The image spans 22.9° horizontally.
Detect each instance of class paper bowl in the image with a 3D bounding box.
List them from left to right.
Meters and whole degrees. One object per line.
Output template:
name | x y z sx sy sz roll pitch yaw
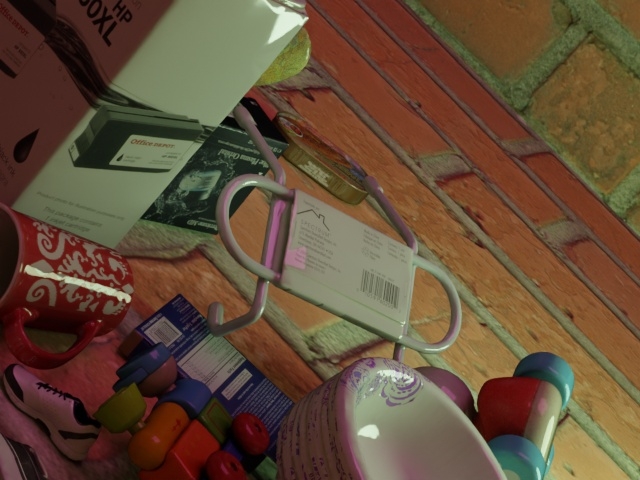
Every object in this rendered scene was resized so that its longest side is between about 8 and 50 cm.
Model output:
paper bowl | 0.065 0.267 1.539 0.284 0.148 0.284 40 29 -28

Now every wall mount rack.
wall mount rack | 0.000 0.000 1.778 0.350 0.130 0.304 28 56 -32

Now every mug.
mug | -0.269 0.052 1.505 0.169 0.113 0.150 20 71 -54

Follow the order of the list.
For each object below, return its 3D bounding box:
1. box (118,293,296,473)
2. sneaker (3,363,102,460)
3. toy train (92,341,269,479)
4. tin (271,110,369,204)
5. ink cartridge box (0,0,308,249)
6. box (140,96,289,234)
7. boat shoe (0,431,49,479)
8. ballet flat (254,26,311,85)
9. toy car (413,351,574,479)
box | -0.099 0.160 1.657 0.225 0.036 0.136 42 21 2
sneaker | -0.240 0.147 1.423 0.109 0.044 0.040 43 22 6
toy train | -0.147 0.188 1.388 0.143 0.105 0.248 52 20 -5
tin | -0.002 -0.124 2.396 0.189 0.040 0.106 37 17 -13
ink cartridge box | -0.239 -0.194 1.594 0.166 0.395 0.285 17 32 -49
box | -0.151 -0.101 1.905 0.156 0.158 0.093 13 34 -51
boat shoe | -0.225 0.232 1.232 0.070 0.078 0.219 22 27 -40
ballet flat | -0.185 -0.254 1.877 0.348 0.123 0.123 20 14 18
toy car | 0.149 0.230 1.829 0.238 0.210 0.219 17 32 12
